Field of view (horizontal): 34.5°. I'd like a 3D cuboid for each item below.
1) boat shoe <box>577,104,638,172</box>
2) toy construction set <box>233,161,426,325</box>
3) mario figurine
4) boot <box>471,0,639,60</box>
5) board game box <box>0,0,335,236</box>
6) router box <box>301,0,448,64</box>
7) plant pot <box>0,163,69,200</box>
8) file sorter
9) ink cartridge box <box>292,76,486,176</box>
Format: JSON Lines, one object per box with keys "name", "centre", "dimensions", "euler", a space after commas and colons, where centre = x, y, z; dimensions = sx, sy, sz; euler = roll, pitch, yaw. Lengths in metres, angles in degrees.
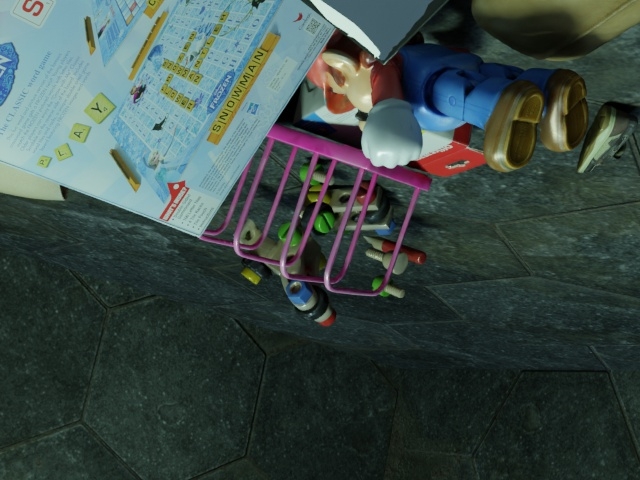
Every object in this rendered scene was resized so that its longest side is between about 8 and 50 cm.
{"name": "boat shoe", "centre": [0.357, -0.119, 1.288], "dimensions": [0.049, 0.056, 0.152], "euler": [15, 166, 6]}
{"name": "toy construction set", "centre": [0.000, 0.000, 1.785], "dimensions": [0.237, 0.257, 0.309], "euler": [21, -173, 43]}
{"name": "mario figurine", "centre": [0.106, -0.137, 1.049], "dimensions": [0.320, 0.170, 0.198], "euler": [29, -179, 42]}
{"name": "boot", "centre": [0.299, -0.218, 0.907], "dimensions": [0.236, 0.089, 0.269], "euler": [26, 162, -16]}
{"name": "board game box", "centre": [-0.152, -0.188, 0.905], "dimensions": [0.318, 0.318, 0.066], "euler": [24, -165, -45]}
{"name": "router box", "centre": [-0.003, -0.275, 0.537], "dimensions": [0.309, 0.081, 0.243], "euler": [36, 131, -17]}
{"name": "plant pot", "centre": [-0.359, -0.182, 1.045], "dimensions": [0.191, 0.284, 0.284], "euler": [-1, 168, -10]}
{"name": "file sorter", "centre": [-0.043, -0.054, 1.369], "dimensions": [0.291, 0.182, 0.202], "euler": [21, -176, 27]}
{"name": "ink cartridge box", "centre": [0.099, -0.156, 1.289], "dimensions": [0.231, 0.078, 0.134], "euler": [17, 166, -22]}
